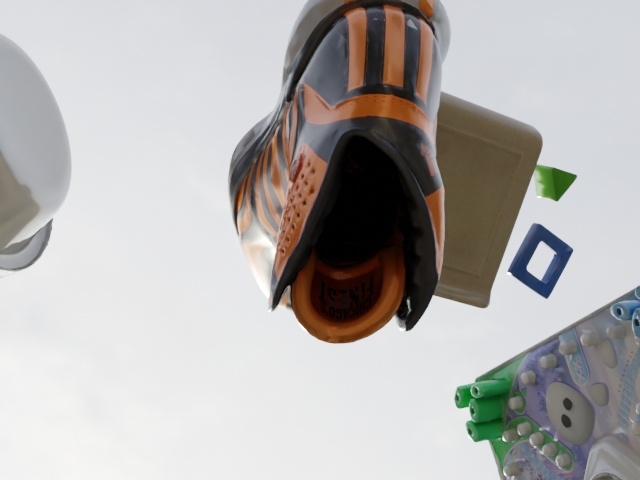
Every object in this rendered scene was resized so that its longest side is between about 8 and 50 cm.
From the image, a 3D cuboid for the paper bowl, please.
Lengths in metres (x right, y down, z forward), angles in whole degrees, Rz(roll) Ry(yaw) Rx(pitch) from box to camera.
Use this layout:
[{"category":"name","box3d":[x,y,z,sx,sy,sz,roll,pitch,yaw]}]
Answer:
[{"category":"paper bowl","box3d":[-0.357,-0.099,1.368,0.148,0.284,0.284,-18,-45,15]}]

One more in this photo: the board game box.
[{"category":"board game box","box3d":[0.296,0.274,1.371,0.050,0.390,0.390,-7,-19,-29]}]

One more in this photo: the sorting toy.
[{"category":"sorting toy","box3d":[0.121,-0.044,1.356,0.348,0.047,0.196,16,-88,-34]}]

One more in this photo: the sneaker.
[{"category":"sneaker","box3d":[0.000,0.000,0.848,0.124,0.180,0.321,7,-34,-4]}]
